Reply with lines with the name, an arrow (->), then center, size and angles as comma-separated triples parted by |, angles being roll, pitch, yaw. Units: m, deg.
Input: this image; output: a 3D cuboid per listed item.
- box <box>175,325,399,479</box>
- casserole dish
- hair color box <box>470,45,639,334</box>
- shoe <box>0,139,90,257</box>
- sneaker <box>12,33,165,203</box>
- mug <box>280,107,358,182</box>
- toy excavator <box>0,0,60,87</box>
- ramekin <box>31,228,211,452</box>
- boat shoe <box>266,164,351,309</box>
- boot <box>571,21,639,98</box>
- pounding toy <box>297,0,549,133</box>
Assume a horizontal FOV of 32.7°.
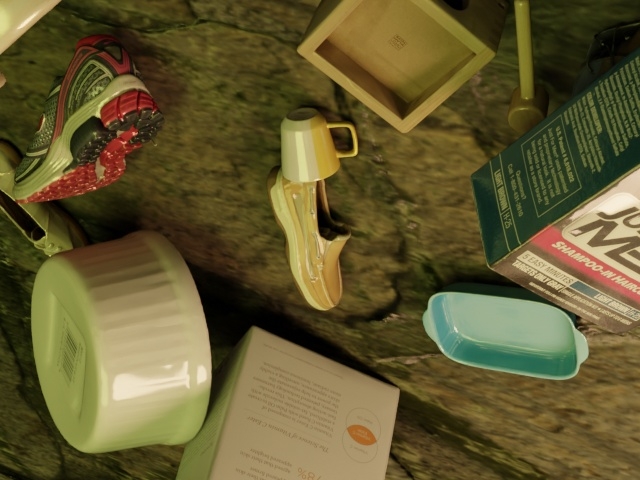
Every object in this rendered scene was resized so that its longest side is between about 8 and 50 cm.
box -> -0.058, 0.315, 1.313 | 0.215, 0.345, 0.168 | 25, 141, -13
casserole dish -> 0.205, 0.094, 1.198 | 0.188, 0.037, 0.114 | 7, 132, 30
hair color box -> 0.300, -0.072, 0.827 | 0.174, 0.105, 0.347 | 25, 133, -31
shoe -> -0.384, -0.030, 1.451 | 0.076, 0.058, 0.219 | -13, 121, 41
sneaker -> -0.277, -0.128, 1.264 | 0.299, 0.121, 0.112 | -33, 78, 48
mug -> -0.008, -0.106, 1.144 | 0.062, 0.078, 0.064 | 37, 143, 52
toy excavator -> -0.129, -0.253, 0.784 | 0.222, 0.445, 0.433 | 51, 149, -19
ramekin -> -0.258, 0.130, 1.358 | 0.277, 0.135, 0.277 | 18, 112, 55
boat shoe -> 0.000, 0.000, 1.226 | 0.072, 0.068, 0.190 | -5, 126, 22
boot -> 0.256, -0.152, 0.897 | 0.106, 0.082, 0.219 | 11, 136, 22
pounding toy -> 0.120, -0.182, 0.957 | 0.206, 0.094, 0.181 | 36, 135, -15
